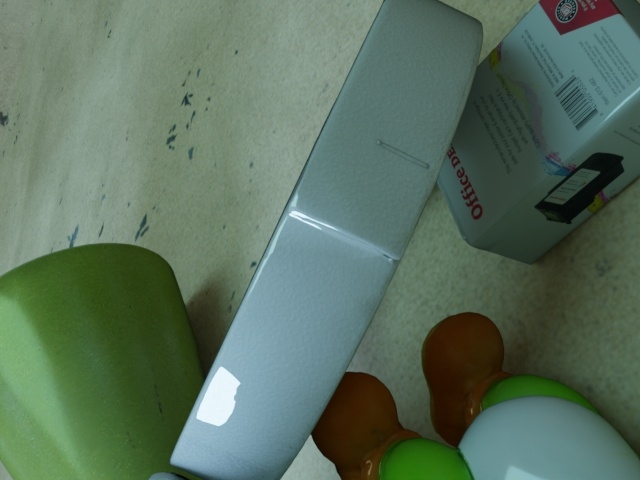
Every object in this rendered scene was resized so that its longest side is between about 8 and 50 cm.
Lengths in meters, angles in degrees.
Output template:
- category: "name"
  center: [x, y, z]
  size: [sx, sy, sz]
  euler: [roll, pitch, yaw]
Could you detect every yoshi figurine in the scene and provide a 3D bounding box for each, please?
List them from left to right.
- category: "yoshi figurine"
  center: [0.152, 0.129, 0.428]
  size: [0.362, 0.203, 0.203]
  euler: [23, 90, 52]

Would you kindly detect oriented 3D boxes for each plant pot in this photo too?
- category: "plant pot"
  center: [-0.230, 0.201, 0.890]
  size: [0.275, 0.275, 0.293]
  euler: [-51, 56, 29]

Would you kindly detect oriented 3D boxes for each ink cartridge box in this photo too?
- category: "ink cartridge box"
  center: [0.167, -0.087, 0.587]
  size: [0.175, 0.072, 0.127]
  euler: [-47, 44, 33]

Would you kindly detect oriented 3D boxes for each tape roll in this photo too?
- category: "tape roll"
  center: [0.000, 0.000, 0.615]
  size: [0.392, 0.072, 0.392]
  euler: [-155, 90, -88]

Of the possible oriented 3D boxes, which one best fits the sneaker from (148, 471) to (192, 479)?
- category: "sneaker"
  center: [-0.022, 0.248, 0.500]
  size: [0.366, 0.210, 0.137]
  euler: [153, 137, -72]
